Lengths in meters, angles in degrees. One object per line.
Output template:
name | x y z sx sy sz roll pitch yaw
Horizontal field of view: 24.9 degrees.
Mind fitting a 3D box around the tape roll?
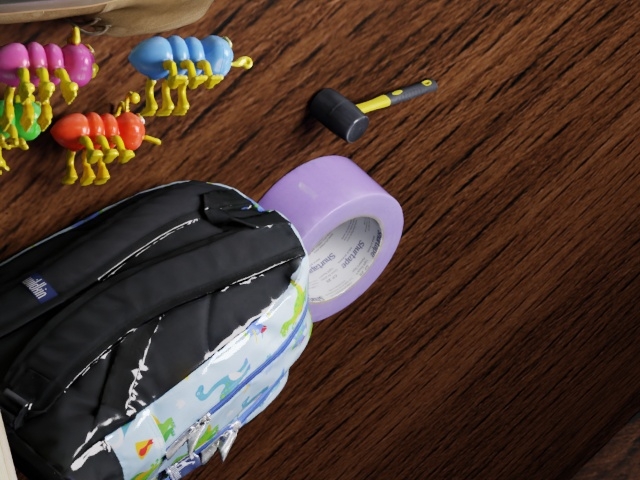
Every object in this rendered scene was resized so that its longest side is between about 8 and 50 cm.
tape roll | 0.000 0.000 1.681 0.189 0.080 0.189 -30 145 -24

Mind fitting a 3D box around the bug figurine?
bug figurine | -0.199 -0.121 1.235 0.216 0.072 0.279 -3 166 -32

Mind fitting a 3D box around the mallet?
mallet | 0.061 -0.160 1.620 0.190 0.062 0.039 -32 150 -49

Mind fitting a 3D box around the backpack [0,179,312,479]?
backpack | -0.171 0.091 1.412 0.355 0.290 0.273 -45 144 -19

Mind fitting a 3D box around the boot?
boot | -0.190 -0.206 1.201 0.305 0.112 0.115 -19 151 -40

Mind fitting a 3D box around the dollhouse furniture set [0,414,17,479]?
dollhouse furniture set | -0.464 0.211 1.183 0.394 0.256 0.362 -20 168 17
